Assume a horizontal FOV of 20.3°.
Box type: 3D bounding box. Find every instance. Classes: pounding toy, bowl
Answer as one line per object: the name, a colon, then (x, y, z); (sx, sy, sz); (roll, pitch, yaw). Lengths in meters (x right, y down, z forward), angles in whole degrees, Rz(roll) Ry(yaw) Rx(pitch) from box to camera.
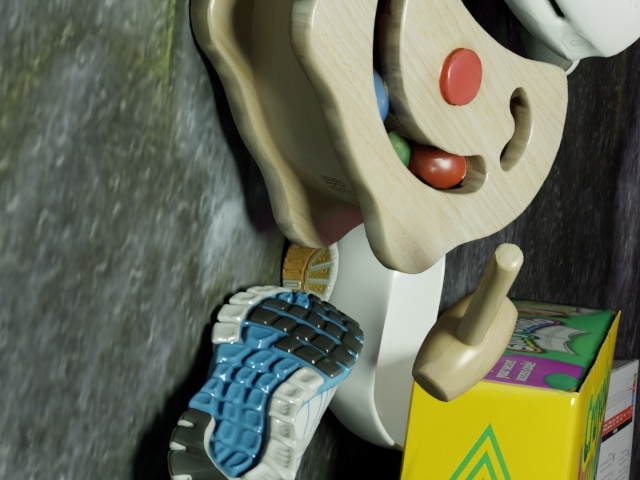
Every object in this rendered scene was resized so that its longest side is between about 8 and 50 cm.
pounding toy: (0.068, -0.062, 0.859); (0.154, 0.155, 0.269); (-47, 132, -29)
bowl: (0.029, 0.043, 1.022); (0.142, 0.053, 0.142); (58, 40, -66)

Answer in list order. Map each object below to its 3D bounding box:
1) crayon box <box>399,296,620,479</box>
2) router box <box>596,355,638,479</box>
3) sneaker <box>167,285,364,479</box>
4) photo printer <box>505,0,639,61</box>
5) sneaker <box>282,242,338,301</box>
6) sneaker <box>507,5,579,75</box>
crayon box: (0.119, 0.214, 1.177); (0.363, 0.106, 0.313); (-23, 122, -76)
router box: (0.202, 0.258, 1.554); (0.335, 0.082, 0.301); (0, 94, -71)
sneaker: (-0.036, 0.092, 0.857); (0.191, 0.071, 0.083); (-58, 168, -55)
photo printer: (0.175, -0.300, 1.246); (0.256, 0.107, 0.307); (55, 42, -43)
sneaker: (0.000, 0.000, 0.967); (0.037, 0.032, 0.083); (0, 95, -71)
sneaker: (0.160, -0.196, 1.375); (0.065, 0.061, 0.158); (-38, 120, -53)
